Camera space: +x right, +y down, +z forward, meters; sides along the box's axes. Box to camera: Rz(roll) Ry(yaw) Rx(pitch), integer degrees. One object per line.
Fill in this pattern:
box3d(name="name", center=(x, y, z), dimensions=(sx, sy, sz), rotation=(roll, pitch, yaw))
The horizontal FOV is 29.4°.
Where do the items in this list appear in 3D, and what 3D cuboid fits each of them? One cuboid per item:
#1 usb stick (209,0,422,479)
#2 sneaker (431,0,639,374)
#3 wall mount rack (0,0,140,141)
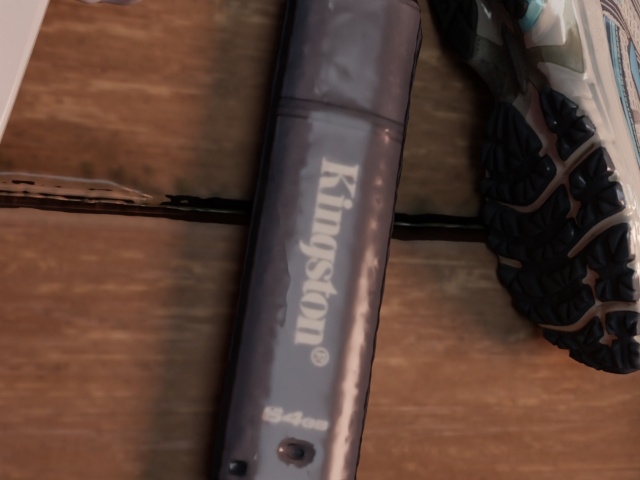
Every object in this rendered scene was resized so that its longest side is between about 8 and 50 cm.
box3d(name="usb stick", center=(0.000, 0.000, 0.607), dimensions=(0.077, 0.045, 0.278), rotation=(13, 79, -23))
box3d(name="sneaker", center=(0.153, -0.072, 0.651), dimensions=(0.122, 0.110, 0.283), rotation=(-12, 89, -28))
box3d(name="wall mount rack", center=(-0.204, -0.054, 0.328), dimensions=(0.304, 0.130, 0.350), rotation=(23, 74, -24))
